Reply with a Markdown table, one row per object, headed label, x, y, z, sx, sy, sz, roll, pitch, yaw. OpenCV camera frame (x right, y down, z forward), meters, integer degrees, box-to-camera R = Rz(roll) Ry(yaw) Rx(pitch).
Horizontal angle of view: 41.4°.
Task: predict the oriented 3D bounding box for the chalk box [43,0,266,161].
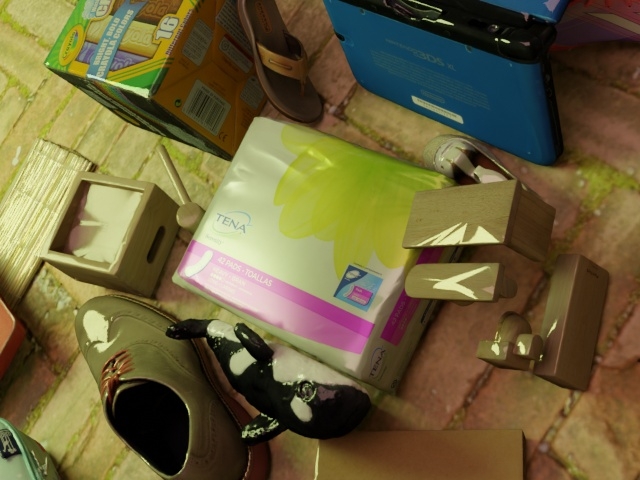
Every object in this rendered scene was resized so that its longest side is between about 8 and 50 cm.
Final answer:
| label | x | y | z | sx | sy | sz | roll | pitch | yaw |
| --- | --- | --- | --- | --- | --- | --- | --- | --- | --- |
| chalk box | -0.220 | -0.250 | 1.124 | 0.289 | 0.180 | 0.179 | 23 | 82 | 36 |

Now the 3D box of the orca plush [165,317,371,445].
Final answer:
| label | x | y | z | sx | sy | sz | roll | pitch | yaw |
| --- | --- | --- | --- | --- | --- | --- | --- | --- | --- |
| orca plush | -0.070 | 0.151 | 0.860 | 0.287 | 0.151 | 0.102 | 21 | 75 | 39 |

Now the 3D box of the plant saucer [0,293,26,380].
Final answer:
| label | x | y | z | sx | sy | sz | roll | pitch | yaw |
| --- | --- | --- | --- | --- | --- | --- | --- | --- | --- |
| plant saucer | -0.518 | 0.153 | 1.195 | 0.258 | 0.048 | 0.259 | 39 | 103 | 37 |

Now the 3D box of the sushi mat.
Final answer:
| label | x | y | z | sx | sy | sz | roll | pitch | yaw |
| --- | --- | --- | --- | --- | --- | --- | --- | --- | --- |
| sushi mat | -0.455 | -0.003 | 1.264 | 0.151 | 0.019 | 0.316 | 22 | 82 | 38 |

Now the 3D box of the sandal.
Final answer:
| label | x | y | z | sx | sy | sz | roll | pitch | yaw |
| --- | --- | --- | --- | --- | --- | --- | --- | --- | --- |
| sandal | -0.045 | -0.225 | 1.016 | 0.049 | 0.072 | 0.180 | -11 | 104 | 49 |

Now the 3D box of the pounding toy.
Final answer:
| label | x | y | z | sx | sy | sz | roll | pitch | yaw |
| --- | --- | --- | --- | --- | --- | --- | --- | --- | --- |
| pounding toy | -0.220 | -0.024 | 1.083 | 0.206 | 0.094 | 0.181 | 11 | 70 | 26 |

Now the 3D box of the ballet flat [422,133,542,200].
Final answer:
| label | x | y | z | sx | sy | sz | roll | pitch | yaw |
| --- | --- | --- | --- | --- | --- | --- | --- | --- | --- |
| ballet flat | 0.163 | -0.073 | 0.878 | 0.057 | 0.052 | 0.168 | -52 | 52 | 2 |

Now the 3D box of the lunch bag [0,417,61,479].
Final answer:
| label | x | y | z | sx | sy | sz | roll | pitch | yaw |
| --- | --- | --- | --- | --- | --- | --- | --- | --- | --- |
| lunch bag | -0.419 | 0.351 | 0.973 | 0.279 | 0.108 | 0.224 | -34 | 52 | -12 |

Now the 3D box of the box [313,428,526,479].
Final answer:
| label | x | y | z | sx | sy | sz | roll | pitch | yaw |
| --- | --- | --- | --- | --- | --- | --- | --- | --- | --- |
| box | 0.085 | 0.252 | 0.769 | 0.201 | 0.021 | 0.164 | -6 | 57 | 22 |

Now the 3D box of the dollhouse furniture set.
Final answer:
| label | x | y | z | sx | sy | sz | roll | pitch | yaw |
| --- | --- | --- | --- | --- | --- | --- | --- | --- | --- |
| dollhouse furniture set | 0.164 | 0.045 | 0.782 | 0.123 | 0.151 | 0.144 | -3 | 66 | 52 |

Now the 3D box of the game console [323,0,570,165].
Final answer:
| label | x | y | z | sx | sy | sz | roll | pitch | yaw |
| --- | --- | --- | --- | --- | --- | --- | --- | --- | --- |
| game console | 0.154 | -0.254 | 0.870 | 0.173 | 0.250 | 0.293 | -46 | 50 | -14 |

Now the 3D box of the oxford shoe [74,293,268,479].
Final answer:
| label | x | y | z | sx | sy | sz | roll | pitch | yaw |
| --- | --- | --- | --- | --- | --- | --- | --- | --- | --- |
| oxford shoe | -0.197 | 0.154 | 0.957 | 0.348 | 0.130 | 0.123 | 35 | 90 | 38 |

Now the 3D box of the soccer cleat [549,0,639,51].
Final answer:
| label | x | y | z | sx | sy | sz | roll | pitch | yaw |
| --- | --- | --- | --- | --- | --- | --- | --- | --- | --- |
| soccer cleat | 0.302 | -0.241 | 0.838 | 0.248 | 0.095 | 0.083 | -2 | 69 | 33 |

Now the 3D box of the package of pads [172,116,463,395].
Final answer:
| label | x | y | z | sx | sy | sz | roll | pitch | yaw |
| --- | --- | --- | --- | --- | --- | --- | --- | --- | --- |
| package of pads | 0.000 | 0.000 | 0.919 | 0.296 | 0.101 | 0.229 | 22 | 82 | 37 |
